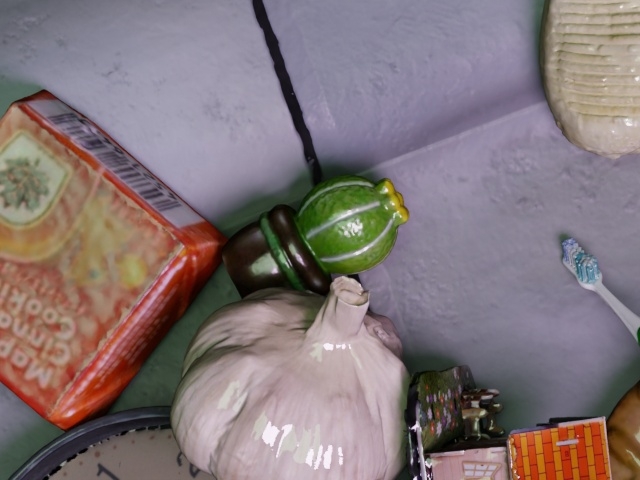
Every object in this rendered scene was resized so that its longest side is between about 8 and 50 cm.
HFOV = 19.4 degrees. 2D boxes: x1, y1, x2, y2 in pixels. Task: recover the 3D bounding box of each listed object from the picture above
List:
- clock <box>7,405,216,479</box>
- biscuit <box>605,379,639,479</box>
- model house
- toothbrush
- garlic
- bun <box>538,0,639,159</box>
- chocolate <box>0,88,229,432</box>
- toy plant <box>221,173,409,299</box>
[{"bbox_3d":[-0.139,0.328,1.600,0.386,0.076,0.386,-5,69,15],"label":"clock"},{"bbox_3d":[0.378,0.230,1.559,0.332,0.103,0.332,-1,86,10],"label":"biscuit"},{"bbox_3d":[0.174,0.244,1.527,0.154,0.207,0.294,-7,87,20],"label":"model house"},{"bbox_3d":[0.284,0.094,1.536,0.030,0.030,0.304,-43,47,5],"label":"toothbrush"},{"bbox_3d":[-0.003,0.100,1.519,0.218,0.218,0.212,31,130,9],"label":"garlic"},{"bbox_3d":[0.266,-0.164,1.599,0.164,0.111,0.188,-2,90,26],"label":"bun"},{"bbox_3d":[-0.241,0.020,1.669,0.237,0.108,0.235,40,95,8],"label":"chocolate"},{"bbox_3d":[0.000,0.000,1.636,0.162,0.093,0.093,-27,83,7],"label":"toy plant"}]
